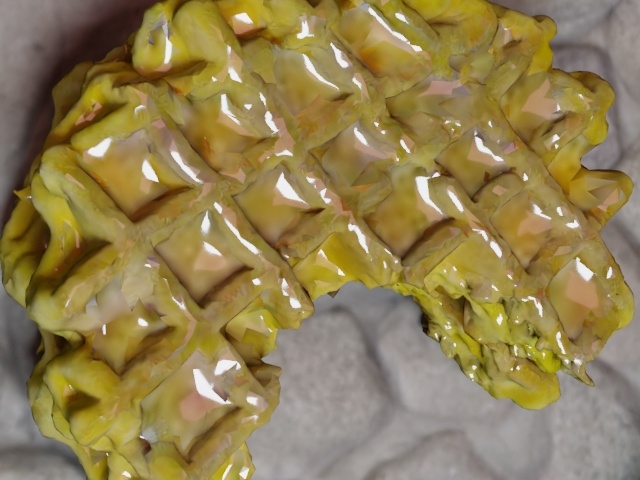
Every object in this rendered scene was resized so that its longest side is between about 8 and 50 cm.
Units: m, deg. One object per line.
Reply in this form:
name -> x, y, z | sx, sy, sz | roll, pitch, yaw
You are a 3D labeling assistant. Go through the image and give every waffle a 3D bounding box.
waffle -> 0.000, 0.000, 0.616 | 0.324, 0.151, 0.261 | -18, 93, -28
